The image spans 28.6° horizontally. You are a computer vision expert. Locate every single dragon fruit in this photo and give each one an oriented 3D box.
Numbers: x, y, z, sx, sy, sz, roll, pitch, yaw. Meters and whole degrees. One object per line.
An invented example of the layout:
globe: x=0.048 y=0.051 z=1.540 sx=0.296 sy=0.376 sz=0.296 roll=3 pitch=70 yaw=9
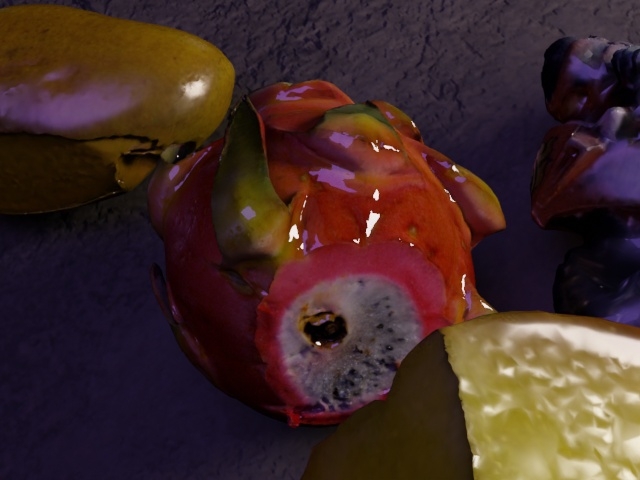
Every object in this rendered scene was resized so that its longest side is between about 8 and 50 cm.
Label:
dragon fruit: x=-0.001 y=0.003 z=0.792 sx=0.224 sy=0.224 sz=0.227 roll=-33 pitch=37 yaw=0

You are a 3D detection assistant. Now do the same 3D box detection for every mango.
mango: x=-0.197 y=-0.105 z=0.965 sx=0.262 sy=0.130 sz=0.167 roll=3 pitch=60 yaw=13

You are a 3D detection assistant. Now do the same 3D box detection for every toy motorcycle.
toy motorcycle: x=0.287 y=-0.099 z=0.803 sx=0.401 sy=0.134 sz=0.207 roll=-34 pitch=64 yaw=0

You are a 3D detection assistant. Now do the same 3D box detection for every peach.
peach: x=0.152 y=0.248 z=0.596 sx=0.306 sy=0.242 sz=0.380 roll=7 pitch=43 yaw=-27
